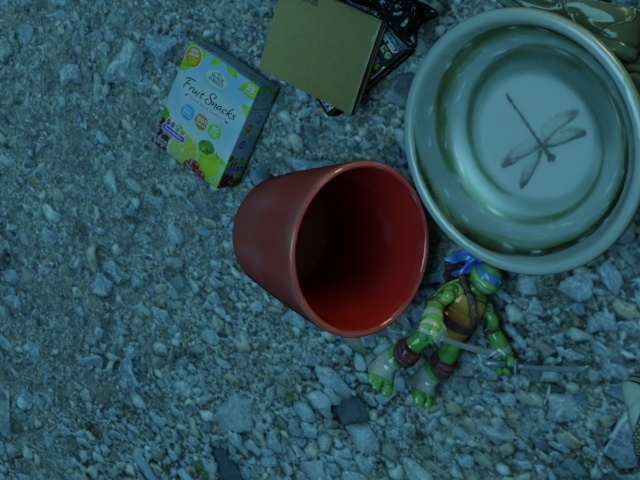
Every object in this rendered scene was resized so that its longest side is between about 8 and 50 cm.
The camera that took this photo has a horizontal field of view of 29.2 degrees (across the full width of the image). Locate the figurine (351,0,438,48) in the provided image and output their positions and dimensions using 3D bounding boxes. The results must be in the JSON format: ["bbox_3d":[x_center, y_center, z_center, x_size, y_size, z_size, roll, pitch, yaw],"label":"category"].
[{"bbox_3d":[0.128,-0.438,1.913,0.209,0.092,0.215,40,97,13],"label":"figurine"}]

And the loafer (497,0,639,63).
[{"bbox_3d":[0.364,-0.342,1.800,0.251,0.094,0.087,29,98,20],"label":"loafer"}]

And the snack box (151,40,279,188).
[{"bbox_3d":[-0.190,-0.225,2.182,0.174,0.070,0.207,35,113,24],"label":"snack box"}]

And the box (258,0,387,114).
[{"bbox_3d":[0.000,-0.320,2.019,0.201,0.021,0.164,29,114,25],"label":"box"}]

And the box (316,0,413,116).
[{"bbox_3d":[0.035,-0.334,2.033,0.184,0.045,0.191,-39,77,34],"label":"box"}]

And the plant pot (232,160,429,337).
[{"bbox_3d":[0.000,0.000,1.977,0.243,0.275,0.275,13,106,56],"label":"plant pot"}]

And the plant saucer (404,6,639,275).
[{"bbox_3d":[0.314,-0.151,1.829,0.400,0.100,0.400,14,114,34],"label":"plant saucer"}]

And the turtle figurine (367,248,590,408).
[{"bbox_3d":[0.212,0.180,1.914,0.275,0.198,0.266,53,125,18],"label":"turtle figurine"}]

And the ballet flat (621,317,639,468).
[{"bbox_3d":[0.525,0.168,1.753,0.182,0.164,0.483,24,106,51],"label":"ballet flat"}]
